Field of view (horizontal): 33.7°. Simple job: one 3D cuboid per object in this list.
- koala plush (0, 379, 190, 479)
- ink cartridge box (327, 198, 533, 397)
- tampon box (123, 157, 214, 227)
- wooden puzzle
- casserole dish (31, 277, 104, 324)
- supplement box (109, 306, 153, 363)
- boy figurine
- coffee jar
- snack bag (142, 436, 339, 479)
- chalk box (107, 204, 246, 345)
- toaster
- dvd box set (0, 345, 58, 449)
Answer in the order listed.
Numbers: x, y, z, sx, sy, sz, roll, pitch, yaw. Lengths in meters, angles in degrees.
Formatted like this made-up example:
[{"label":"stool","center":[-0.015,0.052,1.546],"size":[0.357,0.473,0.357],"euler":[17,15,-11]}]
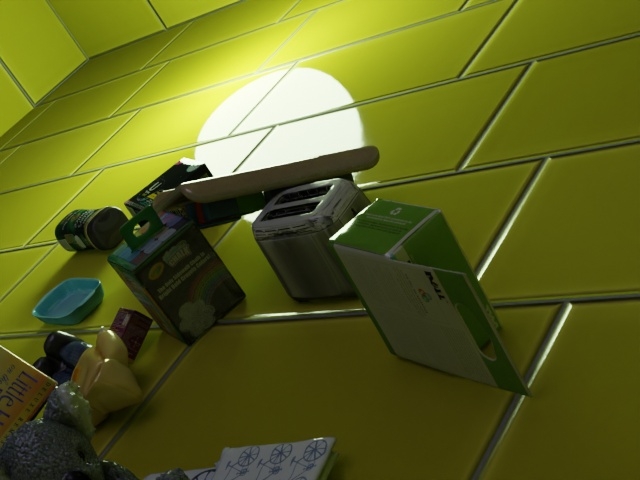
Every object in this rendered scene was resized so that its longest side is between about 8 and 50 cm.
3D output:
[{"label":"koala plush","center":[-0.281,0.288,1.192],"size":[0.196,0.221,0.203],"euler":[-47,22,-24]},{"label":"ink cartridge box","center":[0.149,0.063,1.231],"size":[0.097,0.189,0.255],"euler":[-42,27,-22]},{"label":"tampon box","center":[-0.287,-0.076,2.120],"size":[0.161,0.101,0.120],"euler":[-41,26,-17]},{"label":"wooden puzzle","center":[-0.098,-0.080,1.770],"size":[0.322,0.080,0.348],"euler":[-13,4,-17]},{"label":"casserole dish","center":[-0.491,0.124,2.076],"size":[0.188,0.037,0.114],"euler":[0,40,49]},{"label":"supplement box","center":[-0.325,0.159,1.769],"size":[0.055,0.043,0.083],"euler":[4,65,54]},{"label":"boy figurine","center":[-0.365,0.222,1.655],"size":[0.285,0.092,0.177],"euler":[10,71,59]},{"label":"coffee jar","center":[-0.496,-0.025,2.305],"size":[0.184,0.079,0.096],"euler":[-2,38,48]},{"label":"snack bag","center":[-0.168,0.362,1.219],"size":[0.342,0.037,0.323],"euler":[-16,28,38]},{"label":"chalk box","center":[-0.248,0.041,1.719],"size":[0.132,0.213,0.132],"euler":[-41,25,-18]},{"label":"toaster","center":[0.000,0.000,1.576],"size":[0.227,0.146,0.129],"euler":[-8,34,44]},{"label":"dvd box set","center":[-0.631,0.201,1.507],"size":[0.062,0.420,0.307],"euler":[-53,6,40]}]
